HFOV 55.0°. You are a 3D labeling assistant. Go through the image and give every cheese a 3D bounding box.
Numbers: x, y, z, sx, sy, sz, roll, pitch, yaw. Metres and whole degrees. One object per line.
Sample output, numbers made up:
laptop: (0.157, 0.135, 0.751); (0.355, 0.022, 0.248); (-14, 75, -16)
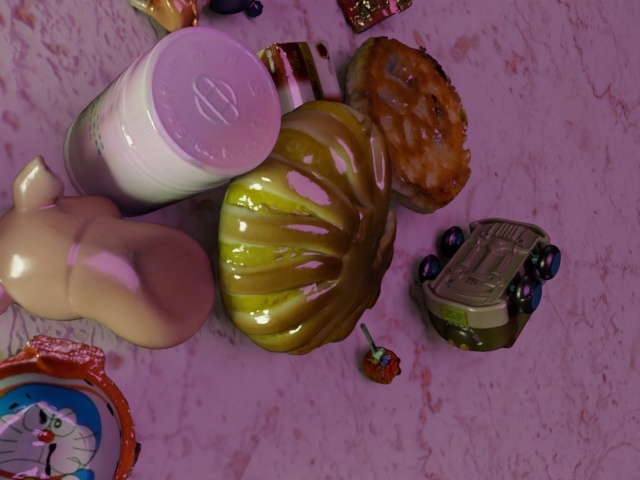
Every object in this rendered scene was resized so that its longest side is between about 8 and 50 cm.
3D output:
cheese: (-0.302, 0.258, 0.606); (0.217, 0.129, 0.329); (25, 77, -32)

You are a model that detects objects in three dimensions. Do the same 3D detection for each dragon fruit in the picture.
dragon fruit: (0.107, -0.423, 1.029); (0.102, 0.096, 0.147); (48, 57, -18)

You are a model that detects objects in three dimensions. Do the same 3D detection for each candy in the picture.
candy: (0.079, 0.161, 0.899); (0.201, 0.061, 0.060); (65, 43, -58)

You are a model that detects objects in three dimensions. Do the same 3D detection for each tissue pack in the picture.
tissue pack: (-0.031, -0.203, 0.891); (0.106, 0.099, 0.148); (-20, 96, -37)

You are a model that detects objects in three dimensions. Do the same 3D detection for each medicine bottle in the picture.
medicine bottle: (-0.171, -0.117, 0.675); (0.152, 0.254, 0.152); (6, 80, -37)

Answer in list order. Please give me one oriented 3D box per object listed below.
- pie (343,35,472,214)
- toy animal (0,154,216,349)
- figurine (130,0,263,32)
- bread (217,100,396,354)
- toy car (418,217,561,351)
pie: (0.142, -0.192, 1.002); (0.315, 0.092, 0.315); (18, 65, -45)
toy animal: (-0.232, 0.037, 0.671); (0.250, 0.154, 0.166); (22, 71, -33)
figurine: (-0.150, -0.340, 0.831); (0.102, 0.111, 0.195); (47, 61, -3)
bread: (0.000, 0.000, 0.778); (0.333, 0.160, 0.332); (-41, 141, -46)
toy car: (0.296, 0.099, 1.064); (0.248, 0.204, 0.198); (-44, 132, -35)
